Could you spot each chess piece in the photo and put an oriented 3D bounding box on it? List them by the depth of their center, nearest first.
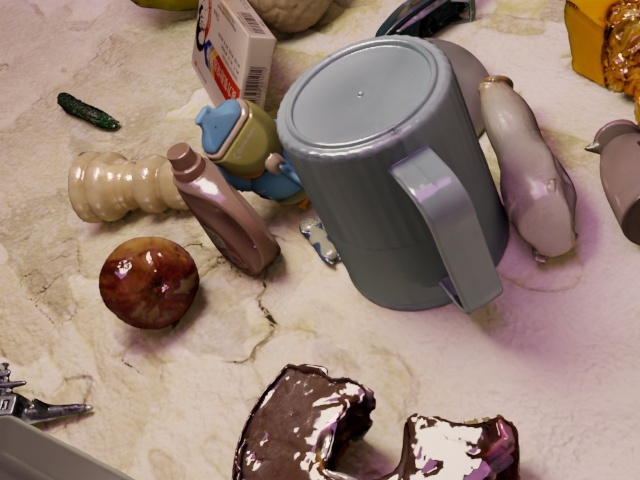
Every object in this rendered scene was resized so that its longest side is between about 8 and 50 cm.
[{"bbox_3d":[-0.333,-0.109,1.512,0.261,0.142,0.142,-3,49,21],"label":"chess piece"}]

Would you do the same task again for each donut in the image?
[{"bbox_3d":[0.050,0.292,0.921,0.345,0.136,0.259,6,55,33],"label":"donut"}]

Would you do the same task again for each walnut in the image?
[{"bbox_3d":[-0.079,-0.575,1.738,0.248,0.248,0.248,-15,45,15],"label":"walnut"}]

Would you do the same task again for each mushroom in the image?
[{"bbox_3d":[0.302,-0.120,1.191,0.097,0.109,0.351,-30,42,22],"label":"mushroom"}]

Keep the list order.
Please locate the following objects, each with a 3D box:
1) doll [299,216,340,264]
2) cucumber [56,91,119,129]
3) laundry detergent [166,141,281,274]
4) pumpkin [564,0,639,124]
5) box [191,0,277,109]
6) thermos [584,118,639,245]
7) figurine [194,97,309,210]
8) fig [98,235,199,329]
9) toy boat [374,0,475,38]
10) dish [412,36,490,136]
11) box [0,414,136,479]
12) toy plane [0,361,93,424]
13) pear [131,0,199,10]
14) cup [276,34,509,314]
[{"bbox_3d":[0.000,0.000,1.299,0.037,0.027,0.125,-29,42,-10],"label":"doll"},{"bbox_3d":[-0.543,-0.298,1.862,0.257,0.043,0.044,26,71,41],"label":"cucumber"},{"bbox_3d":[-0.149,-0.047,1.270,0.076,0.237,0.171,-44,46,-16],"label":"laundry detergent"},{"bbox_3d":[0.465,-0.296,1.249,0.190,0.139,0.280,9,52,29],"label":"pumpkin"},{"bbox_3d":[-0.185,-0.384,1.631,0.069,0.214,0.353,-1,37,-22],"label":"box"},{"bbox_3d":[0.452,-0.096,1.099,0.137,0.105,0.193,-16,39,10],"label":"thermos"},{"bbox_3d":[-0.104,-0.151,1.335,0.180,0.262,0.153,-7,58,57],"label":"figurine"},{"bbox_3d":[-0.294,0.048,1.333,0.160,0.143,0.230,-6,30,-21],"label":"fig"},{"bbox_3d":[0.203,-0.432,1.553,0.246,0.093,0.103,-35,64,-6],"label":"toy boat"},{"bbox_3d":[0.135,-0.263,1.405,0.324,0.124,0.324,-15,44,15],"label":"dish"},{"bbox_3d":[-0.408,0.441,1.033,0.373,0.090,0.367,15,59,30],"label":"box"},{"bbox_3d":[-0.488,0.269,1.261,0.262,0.088,0.192,-13,50,16],"label":"toy plane"},{"bbox_3d":[-0.333,-0.740,1.963,0.413,0.352,0.352,-41,44,-9],"label":"pear"},{"bbox_3d":[0.101,-0.070,1.101,0.257,0.311,0.331,-11,46,20],"label":"cup"}]
